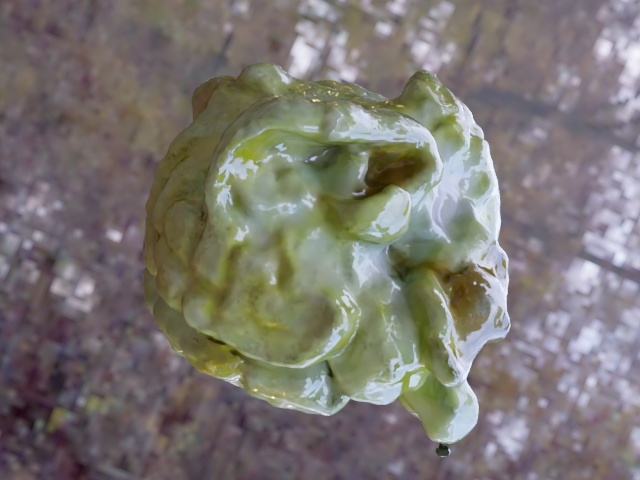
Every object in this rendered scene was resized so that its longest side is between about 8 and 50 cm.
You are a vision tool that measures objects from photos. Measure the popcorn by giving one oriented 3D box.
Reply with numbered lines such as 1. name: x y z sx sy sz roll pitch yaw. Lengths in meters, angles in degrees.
1. popcorn: 0.000 0.000 0.729 0.135 0.162 0.141 -22 -136 25
